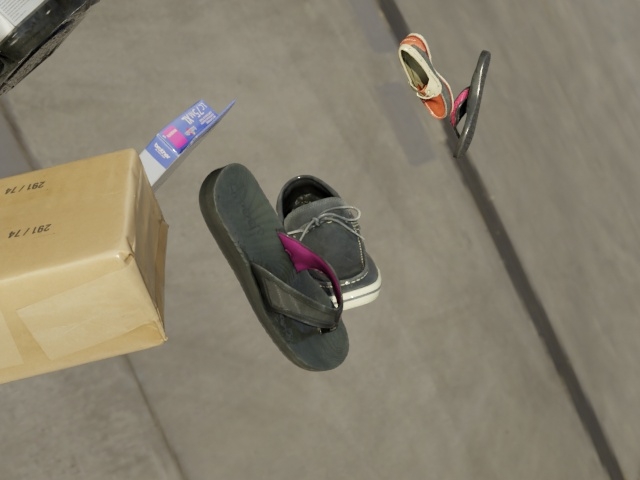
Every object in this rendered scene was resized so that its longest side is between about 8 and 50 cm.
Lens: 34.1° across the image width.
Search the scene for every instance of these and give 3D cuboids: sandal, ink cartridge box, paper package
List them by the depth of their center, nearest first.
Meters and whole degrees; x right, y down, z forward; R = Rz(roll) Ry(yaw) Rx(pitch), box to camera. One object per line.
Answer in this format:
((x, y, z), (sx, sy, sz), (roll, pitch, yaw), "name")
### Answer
((-0.385, 0.035, 1.452), (0.309, 0.325, 0.168), (-100, 175, -57), "paper package")
((0.231, -0.216, 1.654), (0.067, 0.040, 0.179), (24, 80, -77), "sandal")
((-0.053, 0.062, 1.791), (0.445, 0.107, 0.167), (57, 40, -29), "sandal")
((-0.291, -0.142, 1.881), (0.065, 0.311, 0.186), (46, 33, -7), "ink cartridge box")

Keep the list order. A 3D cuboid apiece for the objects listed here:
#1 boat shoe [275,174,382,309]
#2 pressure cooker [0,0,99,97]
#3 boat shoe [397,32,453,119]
((0.000, 0.000, 2.178), (0.500, 0.187, 0.155), (-114, -170, -63), "boat shoe")
((-0.620, -0.458, 1.741), (0.420, 0.375, 0.370), (45, 29, -14), "pressure cooker")
((0.148, -0.228, 1.487), (0.137, 0.049, 0.043), (62, 39, -27), "boat shoe")
